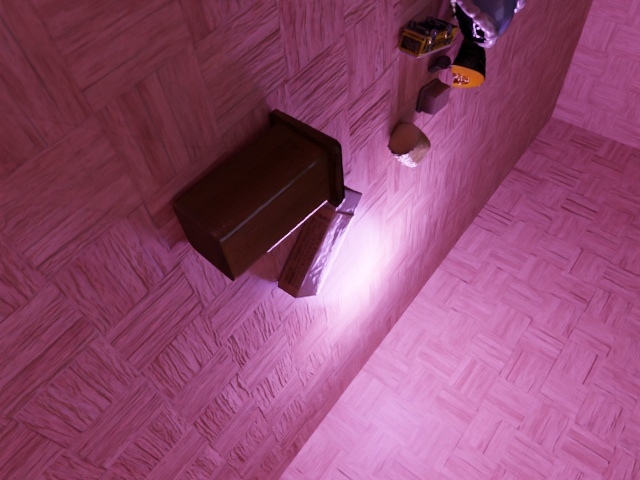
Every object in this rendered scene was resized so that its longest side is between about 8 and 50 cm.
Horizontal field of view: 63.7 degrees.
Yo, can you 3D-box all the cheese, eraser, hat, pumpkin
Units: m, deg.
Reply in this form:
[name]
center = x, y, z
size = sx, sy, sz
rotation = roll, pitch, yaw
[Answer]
[cheese]
center = 0.292, -0.309, 1.678
size = 0.123, 0.094, 0.167
rotation = -64, 155, 7
[eraser]
center = 0.000, 0.000, 1.492
size = 0.144, 0.078, 0.343
rotation = 3, 113, -63
[hat]
center = 0.377, -0.561, 1.626
size = 0.087, 0.058, 0.042
rotation = -17, 93, -27
[pumpkin]
center = 0.493, -0.594, 1.661
size = 0.278, 0.111, 0.163
rotation = -10, 114, -74

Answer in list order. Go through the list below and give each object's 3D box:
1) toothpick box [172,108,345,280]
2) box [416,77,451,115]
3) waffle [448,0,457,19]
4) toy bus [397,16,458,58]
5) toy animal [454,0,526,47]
[toothpick box]
center = -0.121, -0.087, 1.051
size = 0.308, 0.190, 0.187
rotation = -43, 153, -24
[box]
center = 0.375, -0.469, 1.695
size = 0.122, 0.062, 0.089
rotation = -41, 150, -35
[waffle]
center = 0.437, -0.769, 1.487
size = 0.204, 0.054, 0.223
rotation = -60, 155, 0
[toy bus]
center = 0.301, -0.570, 1.432
size = 0.226, 0.081, 0.074
rotation = -38, 153, -45
[toy animal]
center = 0.479, -0.666, 1.451
size = 0.204, 0.156, 0.208
rotation = -51, 154, 7
